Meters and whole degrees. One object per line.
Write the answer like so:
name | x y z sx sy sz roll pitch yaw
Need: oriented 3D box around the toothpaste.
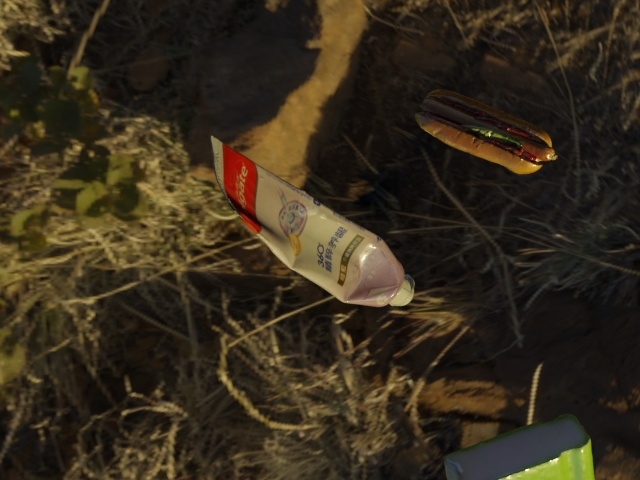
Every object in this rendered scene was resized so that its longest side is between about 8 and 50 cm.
toothpaste | 0.000 0.000 0.975 0.048 0.301 0.075 -5 67 35

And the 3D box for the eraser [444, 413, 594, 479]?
eraser | 0.303 0.404 1.584 0.210 0.092 0.274 -19 123 -5

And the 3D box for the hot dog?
hot dog | 0.263 -0.173 1.698 0.236 0.062 0.092 22 66 16
